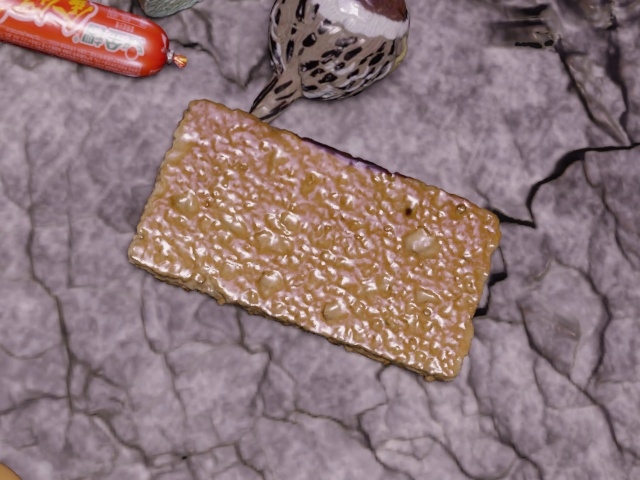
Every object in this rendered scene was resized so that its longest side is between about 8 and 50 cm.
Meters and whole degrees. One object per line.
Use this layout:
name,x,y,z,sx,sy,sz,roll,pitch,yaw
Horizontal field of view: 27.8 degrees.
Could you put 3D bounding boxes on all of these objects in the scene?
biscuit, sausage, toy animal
biscuit,0.000,0.000,0.847,0.231,0.025,0.131,22,70,-6
sausage,-0.158,-0.136,0.844,0.145,0.048,0.050,16,32,-9
toy animal,0.003,-0.134,0.856,0.098,0.098,0.137,43,74,3

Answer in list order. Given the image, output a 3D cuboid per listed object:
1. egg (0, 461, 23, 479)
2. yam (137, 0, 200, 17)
egg,-0.191,0.168,0.720,0.080,0.080,0.096,-14,79,-17
yam,-0.142,-0.277,0.869,0.093,0.093,0.259,-28,80,-20
